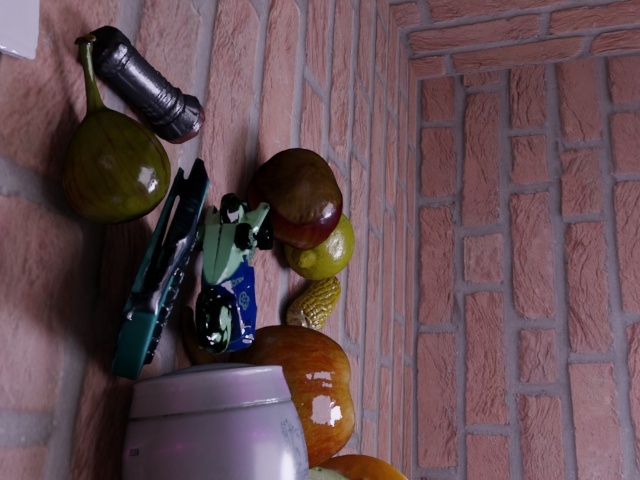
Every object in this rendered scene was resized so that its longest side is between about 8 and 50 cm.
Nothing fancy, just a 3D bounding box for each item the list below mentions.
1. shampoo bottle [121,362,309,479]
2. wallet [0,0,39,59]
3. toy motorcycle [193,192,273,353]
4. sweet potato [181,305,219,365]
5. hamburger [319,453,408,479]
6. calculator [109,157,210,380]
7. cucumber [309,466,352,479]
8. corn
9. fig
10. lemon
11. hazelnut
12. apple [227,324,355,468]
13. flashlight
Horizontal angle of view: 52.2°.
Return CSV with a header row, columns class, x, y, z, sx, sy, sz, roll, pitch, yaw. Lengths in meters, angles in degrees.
class,x,y,z,sx,sy,sz,roll,pitch,yaw
shampoo bottle,-0.158,0.320,0.981,0.273,0.273,0.266,26,52,-69
wallet,-0.385,-0.315,0.780,0.124,0.032,0.182,4,85,-71
toy motorcycle,-0.164,0.068,1.171,0.196,0.125,0.331,80,11,-48
sweet potato,-0.218,0.195,1.179,0.044,0.044,0.179,-66,141,-53
hamburger,0.086,0.679,1.478,0.277,0.396,0.395,66,28,-51
calculator,-0.229,0.051,0.950,0.248,0.058,0.274,120,-14,-51
cucumber,-0.019,0.541,1.330,0.145,0.326,0.105,-93,-157,-61
corn,-0.009,0.166,1.706,0.293,0.107,0.106,-41,126,-65
fig,-0.305,-0.144,0.887,0.259,0.151,0.151,62,20,2
lemon,0.000,0.000,1.636,0.248,0.184,0.184,-51,135,-62
hazelnut,-0.062,-0.091,1.455,0.229,0.230,0.229,-3,90,-71
apple,-0.046,0.294,1.256,0.309,0.250,0.277,-137,-127,-58
flashlight,-0.276,-0.240,1.020,0.232,0.093,0.092,43,46,-56
